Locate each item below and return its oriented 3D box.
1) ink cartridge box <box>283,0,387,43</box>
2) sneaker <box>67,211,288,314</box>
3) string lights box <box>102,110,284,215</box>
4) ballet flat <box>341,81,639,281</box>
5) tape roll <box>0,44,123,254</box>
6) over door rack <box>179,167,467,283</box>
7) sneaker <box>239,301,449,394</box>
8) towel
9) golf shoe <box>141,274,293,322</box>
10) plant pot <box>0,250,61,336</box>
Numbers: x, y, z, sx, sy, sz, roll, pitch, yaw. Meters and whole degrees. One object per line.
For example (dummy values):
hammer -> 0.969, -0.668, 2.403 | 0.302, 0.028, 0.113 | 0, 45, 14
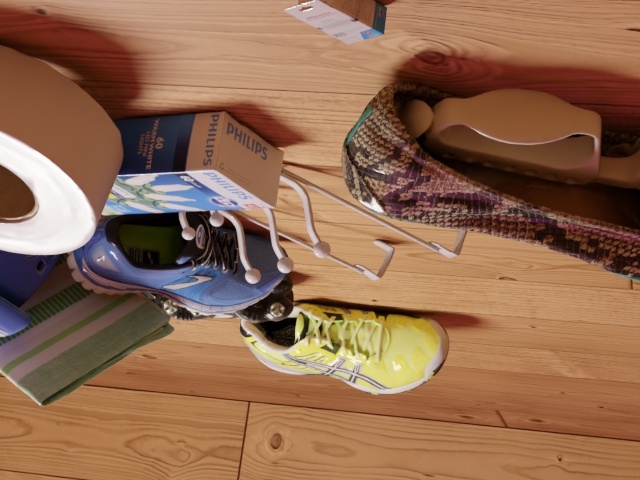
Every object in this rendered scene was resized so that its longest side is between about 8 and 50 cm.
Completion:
ink cartridge box -> 0.013, -0.205, 1.299 | 0.083, 0.028, 0.048 | 21, 161, -41
sneaker -> -0.180, 0.024, 2.059 | 0.330, 0.130, 0.147 | 5, 160, -33
string lights box -> -0.189, -0.090, 1.748 | 0.259, 0.077, 0.133 | -1, 161, 32
ballet flat -> 0.266, -0.065, 1.498 | 0.482, 0.164, 0.182 | 12, 145, -9
tape roll -> -0.366, -0.099, 1.617 | 0.286, 0.100, 0.286 | 13, 151, 7
over door rack -> 0.000, 0.000, 1.932 | 0.324, 0.108, 0.239 | 14, 165, -23
sneaker -> 0.033, 0.181, 2.531 | 0.384, 0.145, 0.147 | -1, 163, 25
towel -> -0.402, 0.095, 2.093 | 0.324, 0.248, 0.038 | 32, 136, 31
golf shoe -> -0.180, 0.086, 2.371 | 0.272, 0.105, 0.120 | 11, 172, -9
plant pot -> -0.500, 0.004, 1.957 | 0.236, 0.212, 0.236 | 0, 156, 27
